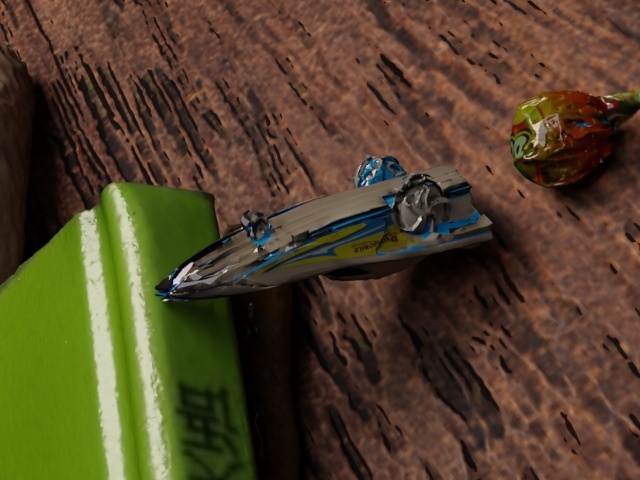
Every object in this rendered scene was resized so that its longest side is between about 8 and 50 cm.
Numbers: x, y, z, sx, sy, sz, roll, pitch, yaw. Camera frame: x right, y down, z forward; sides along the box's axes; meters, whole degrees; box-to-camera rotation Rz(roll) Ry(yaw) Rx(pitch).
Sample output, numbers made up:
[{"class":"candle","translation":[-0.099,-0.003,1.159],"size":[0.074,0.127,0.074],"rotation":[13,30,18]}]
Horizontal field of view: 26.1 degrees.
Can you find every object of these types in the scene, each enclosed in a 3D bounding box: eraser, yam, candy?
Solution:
[{"class":"eraser","translation":[-0.130,0.117,0.861],"size":[0.210,0.092,0.274],"rotation":[-40,46,37]},{"class":"yam","translation":[-0.042,0.097,0.871],"size":[0.057,0.057,0.241],"rotation":[-17,57,25]},{"class":"candy","translation":[0.204,-0.094,0.825],"size":[0.201,0.060,0.060],"rotation":[-28,52,8]}]

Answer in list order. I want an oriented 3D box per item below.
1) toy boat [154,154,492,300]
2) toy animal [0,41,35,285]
[{"class":"toy boat","translation":[0.000,0.000,0.827],"size":[0.210,0.066,0.084],"rotation":[-17,21,-16]},{"class":"toy animal","translation":[-0.323,-0.029,1.013],"size":[0.188,0.226,0.358],"rotation":[-20,55,24]}]
